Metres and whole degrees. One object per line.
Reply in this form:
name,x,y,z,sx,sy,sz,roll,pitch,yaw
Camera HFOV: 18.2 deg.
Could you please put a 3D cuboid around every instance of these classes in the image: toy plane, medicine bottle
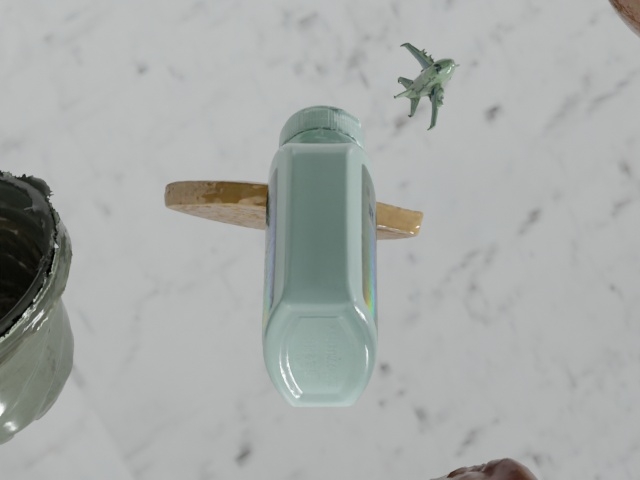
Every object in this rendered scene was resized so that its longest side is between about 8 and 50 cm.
toy plane,0.095,-0.138,1.723,0.033,0.080,0.083,-8,166,-34
medicine bottle,0.000,0.000,1.453,0.083,0.121,0.229,-2,-134,1

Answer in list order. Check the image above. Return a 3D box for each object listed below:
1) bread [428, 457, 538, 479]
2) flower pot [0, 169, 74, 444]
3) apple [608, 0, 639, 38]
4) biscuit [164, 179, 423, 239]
bread,0.127,0.286,1.216,0.114,0.328,0.295,-23,-108,-10
flower pot,-0.278,0.069,1.524,0.235,0.141,0.235,-13,-136,13
apple,0.218,-0.164,0.963,0.181,0.168,0.181,-15,-114,38
biscuit,-0.021,-0.027,1.687,0.220,0.142,0.029,6,-98,13
